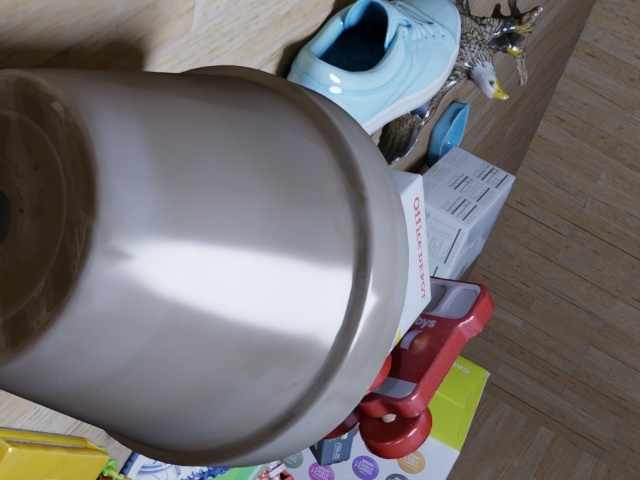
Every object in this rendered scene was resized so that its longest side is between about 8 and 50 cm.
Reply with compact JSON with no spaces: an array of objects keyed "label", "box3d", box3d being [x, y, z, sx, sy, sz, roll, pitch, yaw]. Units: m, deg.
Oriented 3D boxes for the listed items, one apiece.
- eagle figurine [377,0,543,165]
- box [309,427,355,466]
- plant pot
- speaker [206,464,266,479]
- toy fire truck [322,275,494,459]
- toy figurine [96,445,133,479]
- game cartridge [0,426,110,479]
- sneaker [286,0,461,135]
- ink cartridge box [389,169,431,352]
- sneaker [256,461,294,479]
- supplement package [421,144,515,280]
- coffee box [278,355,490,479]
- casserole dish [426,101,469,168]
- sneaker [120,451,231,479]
[{"label":"eagle figurine","box3d":[0.194,-0.267,1.623,0.298,0.225,0.226,-26,112,-12]},{"label":"box","box3d":[0.001,0.222,1.747,0.059,0.183,0.232,-8,125,-23]},{"label":"plant pot","box3d":[-0.139,0.007,0.773,0.280,0.323,0.323,14,107,-59]},{"label":"speaker","box3d":[-0.160,0.345,1.665,0.296,0.131,0.131,-49,162,-36]},{"label":"toy fire truck","box3d":[0.070,0.145,1.509,0.254,0.302,0.169,-52,127,-26]},{"label":"toy figurine","box3d":[-0.239,0.353,1.342,0.130,0.159,0.173,-60,167,1]},{"label":"game cartridge","box3d":[-0.366,0.345,1.110,0.323,0.053,0.285,-59,166,-6]},{"label":"sneaker","box3d":[0.085,-0.239,1.309,0.366,0.135,0.150,-48,165,-41]},{"label":"ink cartridge box","box3d":[-0.008,0.048,1.330,0.270,0.197,0.198,-44,136,-46]},{"label":"sneaker","box3d":[-0.096,0.368,1.897,0.270,0.145,0.090,-64,165,16]},{"label":"supplement package","box3d":[0.239,-0.030,2.086,0.262,0.145,0.204,-40,156,-52]},{"label":"coffee box","box3d":[0.087,0.369,2.074,0.334,0.338,0.338,-66,171,25]},{"label":"casserole dish","box3d":[0.253,-0.208,2.160,0.114,0.037,0.188,-54,164,-22]},{"label":"sneaker","box3d":[-0.175,0.300,1.521,0.296,0.131,0.112,-55,167,-14]}]
